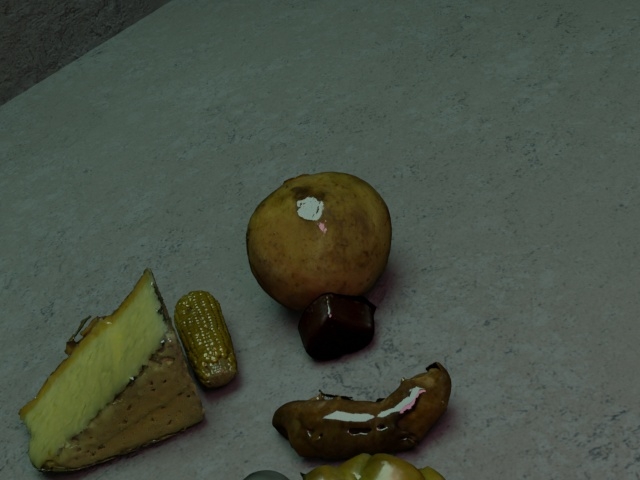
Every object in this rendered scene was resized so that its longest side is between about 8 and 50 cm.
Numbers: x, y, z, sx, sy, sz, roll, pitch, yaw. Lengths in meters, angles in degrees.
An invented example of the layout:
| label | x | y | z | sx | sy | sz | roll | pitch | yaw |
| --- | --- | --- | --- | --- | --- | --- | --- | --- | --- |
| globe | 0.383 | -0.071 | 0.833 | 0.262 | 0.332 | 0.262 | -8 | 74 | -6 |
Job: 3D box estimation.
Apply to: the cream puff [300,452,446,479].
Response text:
| label | x | y | z | sx | sy | sz | roll | pitch | yaw |
| --- | --- | --- | --- | --- | --- | --- | --- | --- | --- |
| cream puff | 0.056 | 0.421 | 1.237 | 0.274 | 0.323 | 0.270 | -8 | 64 | -39 |

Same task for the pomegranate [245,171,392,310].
| label | x | y | z | sx | sy | sz | roll | pitch | yaw |
| --- | --- | --- | --- | --- | --- | --- | --- | --- | --- |
| pomegranate | 0.000 | 0.000 | 1.829 | 0.281 | 0.281 | 0.281 | -12 | 34 | 9 |

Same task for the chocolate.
| label | x | y | z | sx | sy | sz | roll | pitch | yaw |
| --- | --- | --- | --- | --- | --- | --- | --- | --- | --- |
| chocolate | 0.036 | 0.154 | 1.737 | 0.148 | 0.125 | 0.080 | -15 | 50 | -2 |

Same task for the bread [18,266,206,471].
| label | x | y | z | sx | sy | sz | roll | pitch | yaw |
| --- | --- | --- | --- | --- | --- | --- | --- | --- | --- |
| bread | -0.378 | 0.224 | 1.697 | 0.315 | 0.279 | 0.248 | -14 | 39 | -16 |

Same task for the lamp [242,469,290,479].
| label | x | y | z | sx | sy | sz | roll | pitch | yaw |
| --- | --- | --- | --- | --- | --- | --- | --- | --- | --- |
| lamp | -0.082 | 0.393 | 1.451 | 0.105 | 0.105 | 0.105 | -12 | 34 | 9 |

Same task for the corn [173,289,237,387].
| label | x | y | z | sx | sy | sz | roll | pitch | yaw |
| --- | --- | --- | --- | --- | --- | --- | --- | --- | --- |
| corn | -0.214 | 0.179 | 1.824 | 0.097 | 0.097 | 0.262 | -23 | 35 | -7 |

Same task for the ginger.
| label | x | y | z | sx | sy | sz | roll | pitch | yaw |
| --- | --- | --- | --- | --- | --- | --- | --- | --- | --- |
| ginger | 0.061 | 0.279 | 1.546 | 0.309 | 0.107 | 0.133 | -15 | 47 | 11 |
